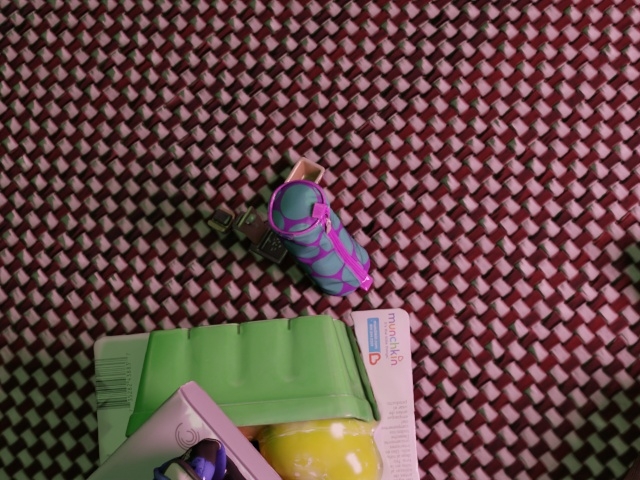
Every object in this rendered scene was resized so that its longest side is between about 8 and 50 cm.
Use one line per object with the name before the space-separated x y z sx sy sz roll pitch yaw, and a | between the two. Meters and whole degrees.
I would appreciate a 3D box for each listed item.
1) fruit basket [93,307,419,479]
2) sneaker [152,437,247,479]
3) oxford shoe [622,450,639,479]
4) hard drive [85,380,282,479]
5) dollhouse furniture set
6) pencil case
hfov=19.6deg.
fruit basket | -0.057 0.255 1.830 0.327 0.165 0.353 -7 85 12
sneaker | -0.148 0.267 1.670 0.315 0.127 0.182 2 94 13
oxford shoe | 0.306 0.268 1.699 0.130 0.132 0.364 22 93 19
hard drive | -0.166 0.335 1.767 0.353 0.047 0.233 -45 82 19
dollhouse furniture set | -0.059 -0.052 1.952 0.091 0.081 0.114 28 80 21
pencil case | 0.000 0.000 1.882 0.070 0.152 0.064 21 73 30
